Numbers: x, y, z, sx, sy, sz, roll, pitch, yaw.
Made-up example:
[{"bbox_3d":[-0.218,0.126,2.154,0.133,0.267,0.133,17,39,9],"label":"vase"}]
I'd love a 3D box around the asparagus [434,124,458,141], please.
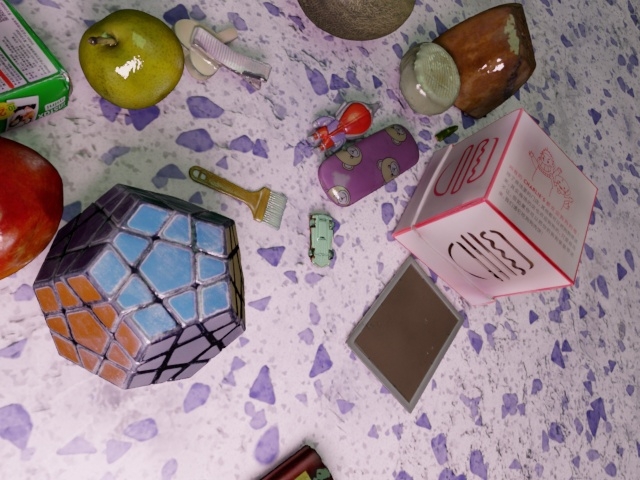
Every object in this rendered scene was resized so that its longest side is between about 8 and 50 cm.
[{"bbox_3d":[0.361,-0.306,1.310,0.108,0.021,0.025,-33,97,-32],"label":"asparagus"}]

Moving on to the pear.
[{"bbox_3d":[-0.342,-0.330,0.812,0.180,0.216,0.166,-25,88,0],"label":"pear"}]

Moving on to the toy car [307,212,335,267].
[{"bbox_3d":[0.000,0.000,1.015,0.059,0.035,0.122,6,82,-28],"label":"toy car"}]

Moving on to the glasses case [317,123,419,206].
[{"bbox_3d":[0.124,-0.187,1.112,0.316,0.076,0.123,-34,94,-32],"label":"glasses case"}]

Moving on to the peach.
[{"bbox_3d":[-0.482,-0.042,0.641,0.243,0.243,0.199,-57,142,-28],"label":"peach"}]

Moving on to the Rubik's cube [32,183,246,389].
[{"bbox_3d":[-0.260,0.067,0.715,0.319,0.264,0.319,8,73,-27],"label":"Rubik's cube"}]

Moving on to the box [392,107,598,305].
[{"bbox_3d":[0.423,-0.067,1.113,0.314,0.300,0.312,39,62,-15],"label":"box"}]

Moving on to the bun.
[{"bbox_3d":[0.284,-0.432,1.247,0.195,0.118,0.195,5,79,-31],"label":"bun"}]

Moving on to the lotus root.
[{"bbox_3d":[0.510,-0.538,1.354,0.316,0.250,0.316,14,68,-36],"label":"lotus root"}]

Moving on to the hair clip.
[{"bbox_3d":[-0.214,-0.408,0.989,0.218,0.071,0.159,20,65,-29],"label":"hair clip"}]

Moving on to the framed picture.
[{"bbox_3d":[0.207,0.213,1.081,0.232,0.019,0.296,49,58,-9],"label":"framed picture"}]

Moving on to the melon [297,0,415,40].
[{"bbox_3d":[0.090,-0.622,1.119,0.329,0.248,0.249,-3,78,-33],"label":"melon"}]

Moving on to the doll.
[{"bbox_3d":[0.067,-0.283,1.108,0.227,0.075,0.102,-38,111,-22],"label":"doll"}]

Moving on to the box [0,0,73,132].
[{"bbox_3d":[-0.560,-0.263,0.737,0.250,0.103,0.180,-40,97,-33],"label":"box"}]

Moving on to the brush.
[{"bbox_3d":[-0.173,-0.098,0.961,0.218,0.010,0.083,24,67,-21],"label":"brush"}]

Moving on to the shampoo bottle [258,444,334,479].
[{"bbox_3d":[-0.118,0.498,0.781,0.323,0.084,0.129,-24,86,-32],"label":"shampoo bottle"}]
